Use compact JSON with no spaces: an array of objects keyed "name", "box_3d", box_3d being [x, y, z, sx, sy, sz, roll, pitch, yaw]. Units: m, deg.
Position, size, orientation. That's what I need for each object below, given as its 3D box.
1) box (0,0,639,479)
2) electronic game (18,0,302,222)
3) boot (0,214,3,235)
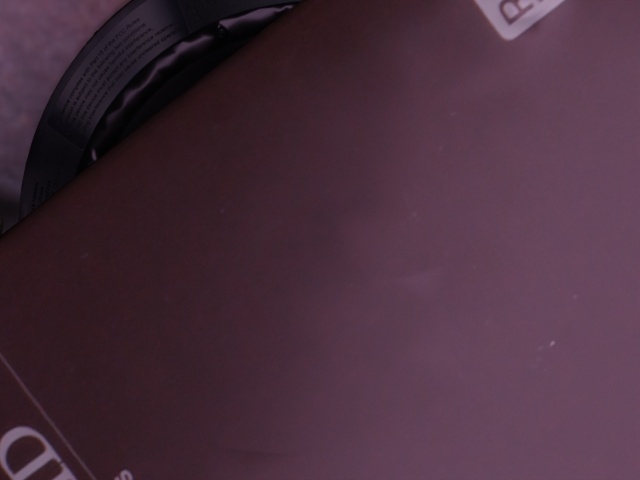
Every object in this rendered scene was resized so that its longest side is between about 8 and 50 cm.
[{"name":"box","box_3d":[0.074,-0.015,0.514,0.381,0.143,0.191,-38,91,12]},{"name":"electronic game","box_3d":[0.000,0.000,0.629,0.229,0.048,0.229,0,106,1]},{"name":"boot","box_3d":[-0.258,0.052,0.614,0.262,0.095,0.203,10,112,-9]}]
